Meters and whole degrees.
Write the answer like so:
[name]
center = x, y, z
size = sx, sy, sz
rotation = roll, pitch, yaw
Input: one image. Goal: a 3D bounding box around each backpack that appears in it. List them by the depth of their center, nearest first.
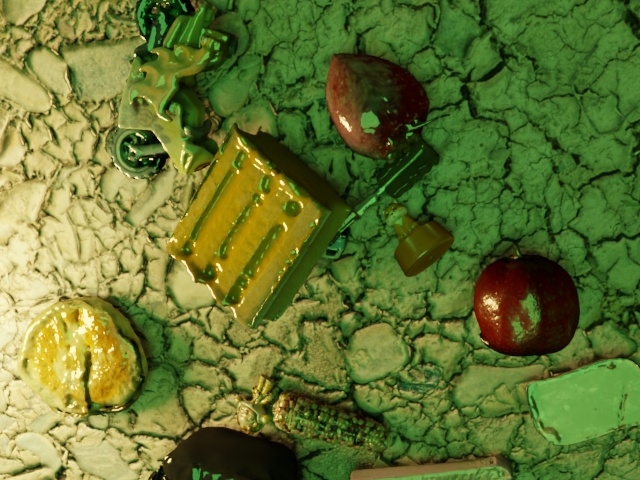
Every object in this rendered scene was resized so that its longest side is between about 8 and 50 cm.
[backpack]
center = -0.233, 0.683, 2.019
size = 0.363, 0.255, 0.446
rotation = 11, 111, 14

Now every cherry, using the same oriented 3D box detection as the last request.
[cherry]
center = 0.106, -0.278, 1.702
size = 0.192, 0.175, 0.250
rotation = -42, 94, 9

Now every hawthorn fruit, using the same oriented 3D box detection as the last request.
[hawthorn fruit]
center = 0.426, 0.120, 1.758
size = 0.215, 0.215, 0.250
rotation = -11, 97, 13

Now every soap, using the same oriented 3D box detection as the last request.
[soap]
center = -0.136, -0.029, 1.793
size = 0.293, 0.156, 0.335
rotation = 38, 110, 19

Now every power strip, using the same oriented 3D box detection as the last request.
[power strip]
center = 0.180, 0.568, 2.024
size = 0.136, 0.019, 0.051
rotation = 33, 107, -1

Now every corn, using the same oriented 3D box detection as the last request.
[corn]
center = 0.024, 0.426, 1.979
size = 0.280, 0.092, 0.092
rotation = 15, 109, 1

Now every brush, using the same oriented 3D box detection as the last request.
[brush]
center = 0.121, -0.097, 1.797
size = 0.301, 0.071, 0.084
rotation = -44, 89, 9

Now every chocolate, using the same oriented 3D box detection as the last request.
[chocolate]
center = 0.583, 0.346, 1.853
size = 0.253, 0.080, 0.157
rotation = -20, 87, 14

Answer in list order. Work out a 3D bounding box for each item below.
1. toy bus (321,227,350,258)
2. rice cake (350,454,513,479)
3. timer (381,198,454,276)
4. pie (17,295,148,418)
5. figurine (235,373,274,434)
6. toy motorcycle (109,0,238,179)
[toy bus]
center = 0.000, 0.000, 1.865
size = 0.122, 0.060, 0.075
rotation = 9, 111, 9
[rice cake]
center = 0.247, 0.550, 1.966
size = 0.398, 0.070, 0.064
rotation = -9, 96, 7
[timer]
center = 0.189, -0.019, 1.808
size = 0.132, 0.132, 0.152
rotation = -44, 72, 19
[pie]
center = -0.571, 0.291, 2.050
size = 0.338, 0.077, 0.339
rotation = 4, 108, 13
[figurine]
center = -0.155, 0.388, 2.012
size = 0.101, 0.068, 0.143
rotation = 0, 86, 33
[toy motorcycle]
center = -0.305, -0.310, 1.770
size = 0.236, 0.169, 0.410
rotation = 15, 109, 4
